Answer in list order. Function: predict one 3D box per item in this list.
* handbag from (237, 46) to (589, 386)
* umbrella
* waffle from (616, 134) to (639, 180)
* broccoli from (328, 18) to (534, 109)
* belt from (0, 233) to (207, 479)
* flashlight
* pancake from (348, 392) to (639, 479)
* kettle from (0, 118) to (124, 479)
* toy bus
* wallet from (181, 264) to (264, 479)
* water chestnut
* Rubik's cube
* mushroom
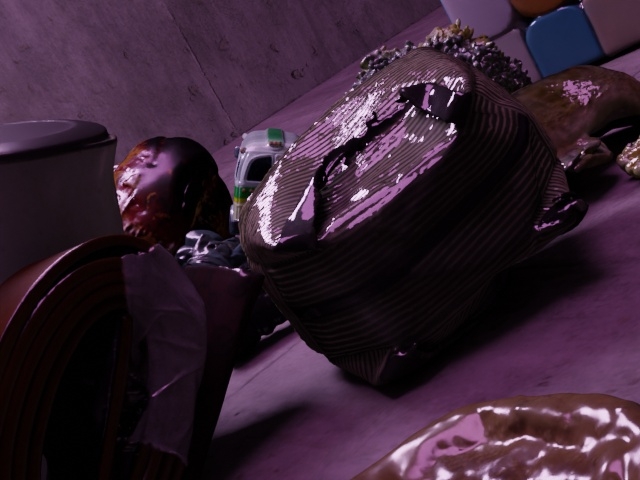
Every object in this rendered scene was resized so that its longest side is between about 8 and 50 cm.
[{"bbox_3d":[0.086,-0.026,1.117,0.340,0.247,0.240,-41,10,2],"label":"handbag"},{"bbox_3d":[-0.207,0.064,1.636,0.143,0.094,0.349,2,16,29],"label":"umbrella"},{"bbox_3d":[0.420,-0.117,1.219,0.183,0.036,0.169,-32,15,-9],"label":"waffle"},{"bbox_3d":[0.170,-0.188,1.719,0.353,0.275,0.397,-10,5,30],"label":"broccoli"},{"bbox_3d":[-0.226,0.159,1.019,0.122,0.217,0.339,-11,62,53],"label":"belt"},{"bbox_3d":[-0.039,0.064,1.407,0.232,0.093,0.093,-29,13,-3],"label":"flashlight"},{"bbox_3d":[0.102,0.184,0.733,0.294,0.049,0.294,-26,13,7],"label":"pancake"},{"bbox_3d":[-0.375,0.065,1.250,0.361,0.377,0.250,0,16,16],"label":"kettle"},{"bbox_3d":[-0.079,-0.098,1.844,0.133,0.165,0.276,3,12,-4],"label":"toy bus"},{"bbox_3d":[-0.130,0.136,1.156,0.182,0.049,0.229,1,73,65],"label":"wallet"},{"bbox_3d":[-0.285,-0.044,1.949,0.244,0.289,0.289,-7,23,34],"label":"water chestnut"},{"bbox_3d":[0.414,-0.494,1.981,0.346,0.344,0.346,-21,13,27],"label":"Rubik's cube"},{"bbox_3d":[0.258,-0.115,1.356,0.344,0.130,0.247,-34,9,-17],"label":"mushroom"}]
